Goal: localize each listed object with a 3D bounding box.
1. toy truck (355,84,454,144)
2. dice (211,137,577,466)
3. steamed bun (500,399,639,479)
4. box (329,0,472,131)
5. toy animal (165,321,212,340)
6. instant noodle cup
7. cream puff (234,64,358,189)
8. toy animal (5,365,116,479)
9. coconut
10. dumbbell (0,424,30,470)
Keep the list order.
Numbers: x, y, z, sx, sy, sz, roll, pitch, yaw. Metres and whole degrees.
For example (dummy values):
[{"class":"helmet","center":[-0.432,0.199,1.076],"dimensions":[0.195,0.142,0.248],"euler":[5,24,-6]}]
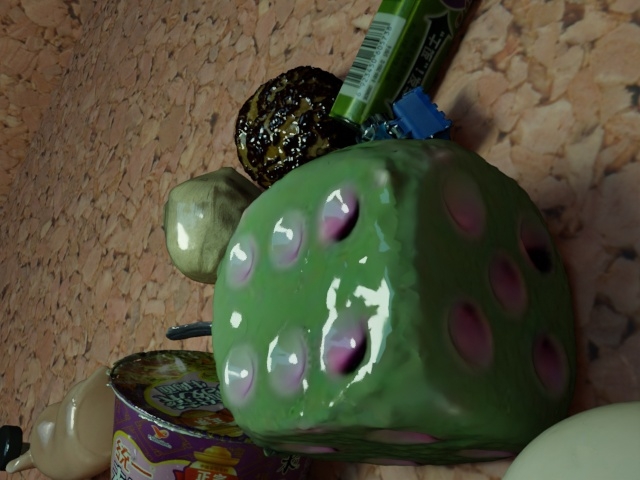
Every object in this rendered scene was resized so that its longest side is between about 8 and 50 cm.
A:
[{"class":"toy truck","center":[0.112,-0.111,1.021],"dimensions":[0.208,0.126,0.113],"euler":[-43,44,18]},{"class":"dice","center":[0.081,0.085,0.813],"dimensions":[0.322,0.330,0.318],"euler":[-24,56,44]},{"class":"steamed bun","center":[0.270,0.309,0.513],"dimensions":[0.334,0.334,0.373],"euler":[-15,68,45]},{"class":"box","center":[0.140,-0.319,1.077],"dimensions":[0.097,0.134,0.345],"euler":[33,100,51]},{"class":"toy animal","center":[-0.057,0.127,1.109],"dimensions":[0.367,0.081,0.205],"euler":[16,64,26]},{"class":"instant noodle cup","center":[-0.169,0.338,1.028],"dimensions":[0.340,0.340,0.265],"euler":[23,102,51]},{"class":"cream puff","center":[-0.047,-0.192,1.214],"dimensions":[0.239,0.165,0.239],"euler":[-24,55,39]},{"class":"toy animal","center":[-0.516,0.404,1.484],"dimensions":[0.256,0.195,0.212],"euler":[-30,45,42]},{"class":"coconut","center":[-0.190,-0.032,1.278],"dimensions":[0.224,0.224,0.224],"euler":[-23,57,42]},{"class":"dumbbell","center":[-0.646,0.484,1.597],"dimensions":[0.100,0.191,0.100],"euler":[-22,60,43]}]
